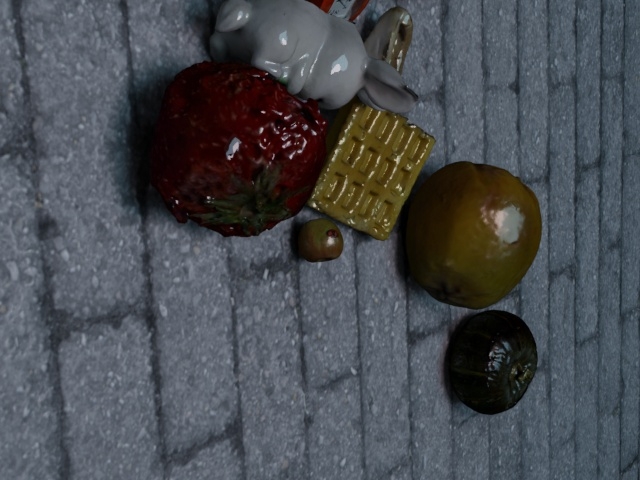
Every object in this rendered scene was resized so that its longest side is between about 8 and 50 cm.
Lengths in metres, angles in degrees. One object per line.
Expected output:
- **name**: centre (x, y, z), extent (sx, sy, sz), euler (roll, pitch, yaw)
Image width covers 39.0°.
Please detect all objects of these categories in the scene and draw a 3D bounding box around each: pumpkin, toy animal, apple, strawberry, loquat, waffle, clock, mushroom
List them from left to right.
- **strawberry**: centre (-0.121, -0.142, 1.285), extent (0.274, 0.274, 0.220), euler (16, 45, -51)
- **toy animal**: centre (-0.009, -0.285, 1.384), extent (0.325, 0.208, 0.154), euler (16, 97, -15)
- **apple**: centre (0.000, 0.000, 1.546), extent (0.084, 0.084, 0.071), euler (8, 71, -51)
- **clock**: centre (0.021, -0.407, 1.514), extent (0.155, 0.061, 0.113), euler (-24, 157, -49)
- **waffle**: centre (0.085, -0.131, 1.613), extent (0.248, 0.055, 0.221), euler (25, 93, -49)
- **mushroom**: centre (0.114, -0.319, 1.650), extent (0.094, 0.072, 0.210), euler (7, 100, -55)
- **loquat**: centre (0.305, -0.011, 1.790), extent (0.276, 0.276, 0.284), euler (39, 68, -46)
- **pumpkin**: centre (0.388, 0.267, 1.996), extent (0.238, 0.159, 0.238), euler (-18, 112, -52)

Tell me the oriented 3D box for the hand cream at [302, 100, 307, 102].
- **hand cream**: centre (-0.063, -0.184, 1.475), extent (0.088, 0.055, 0.256), euler (41, 56, -39)
